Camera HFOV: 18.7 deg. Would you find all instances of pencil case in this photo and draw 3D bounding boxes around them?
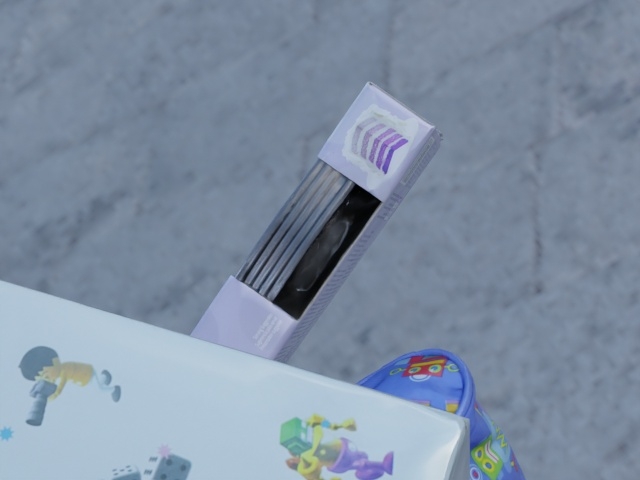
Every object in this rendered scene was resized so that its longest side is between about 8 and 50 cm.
[{"bbox_3d":[0.121,0.228,1.416,0.119,0.306,0.133,-27,24,14],"label":"pencil case"}]

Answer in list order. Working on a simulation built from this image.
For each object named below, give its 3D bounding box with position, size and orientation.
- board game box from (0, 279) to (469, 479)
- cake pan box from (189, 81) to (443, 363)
[{"bbox_3d":[-0.106,0.089,0.659,0.303,0.224,0.097,16,69,11],"label":"board game box"},{"bbox_3d":[0.000,0.000,1.504,0.246,0.070,0.267,-57,-3,4],"label":"cake pan box"}]
